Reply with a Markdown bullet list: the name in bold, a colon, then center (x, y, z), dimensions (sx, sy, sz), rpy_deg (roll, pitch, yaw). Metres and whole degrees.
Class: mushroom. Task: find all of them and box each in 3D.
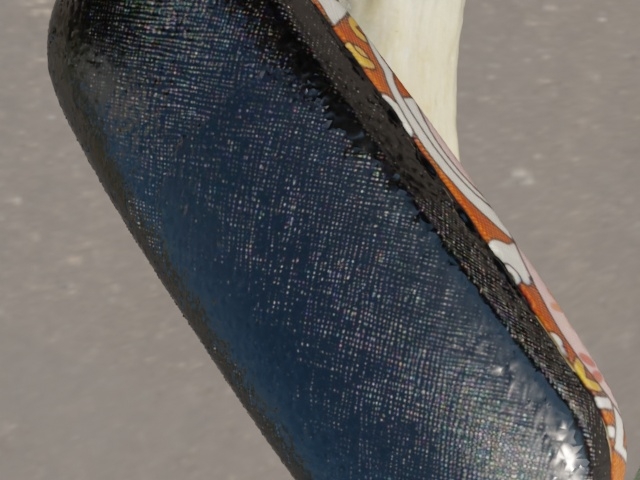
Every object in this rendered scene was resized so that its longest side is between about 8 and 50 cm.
- **mushroom**: center (0.058, -0.118, 1.377), dimensions (0.123, 0.095, 0.351), rpy_deg (9, 88, 9)

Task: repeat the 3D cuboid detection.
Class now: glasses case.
- **glasses case**: center (0.000, 0.000, 0.667), dimensions (0.103, 0.067, 0.266), rpy_deg (-41, 74, 27)

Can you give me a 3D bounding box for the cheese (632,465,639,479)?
- **cheese**: center (0.211, 0.113, 1.033), dimensions (0.064, 0.137, 0.227), rpy_deg (28, 66, -5)
